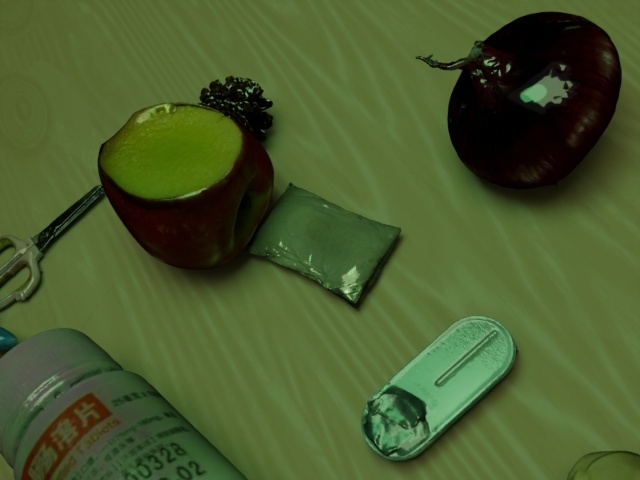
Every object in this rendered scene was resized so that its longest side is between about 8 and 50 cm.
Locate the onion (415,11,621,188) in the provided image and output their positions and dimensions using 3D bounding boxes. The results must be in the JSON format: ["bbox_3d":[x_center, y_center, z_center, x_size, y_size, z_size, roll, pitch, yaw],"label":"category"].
[{"bbox_3d":[0.288,-0.221,1.101,0.273,0.285,0.273,-37,39,36],"label":"onion"}]

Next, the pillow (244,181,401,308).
[{"bbox_3d":[0.000,0.000,1.196,0.229,0.050,0.148,26,66,27],"label":"pillow"}]

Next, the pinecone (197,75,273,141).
[{"bbox_3d":[-0.146,-0.224,1.318,0.140,0.140,0.121,23,45,26],"label":"pinecone"}]

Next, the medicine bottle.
[{"bbox_3d":[-0.279,0.301,1.014,0.388,0.219,0.219,36,77,29],"label":"medicine bottle"}]

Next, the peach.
[{"bbox_3d":[-0.224,-0.084,1.199,0.274,0.245,0.248,30,33,21],"label":"peach"}]

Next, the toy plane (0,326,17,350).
[{"bbox_3d":[-0.632,0.152,1.271,0.271,0.105,0.254,3,78,26],"label":"toy plane"}]

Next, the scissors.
[{"bbox_3d":[-0.511,0.010,1.358,0.317,0.024,0.160,-42,58,-7],"label":"scissors"}]

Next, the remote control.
[{"bbox_3d":[0.163,0.203,1.032,0.247,0.052,0.104,-39,57,-6],"label":"remote control"}]

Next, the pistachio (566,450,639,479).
[{"bbox_3d":[0.373,0.368,0.813,0.187,0.187,0.299,-32,64,-2],"label":"pistachio"}]
